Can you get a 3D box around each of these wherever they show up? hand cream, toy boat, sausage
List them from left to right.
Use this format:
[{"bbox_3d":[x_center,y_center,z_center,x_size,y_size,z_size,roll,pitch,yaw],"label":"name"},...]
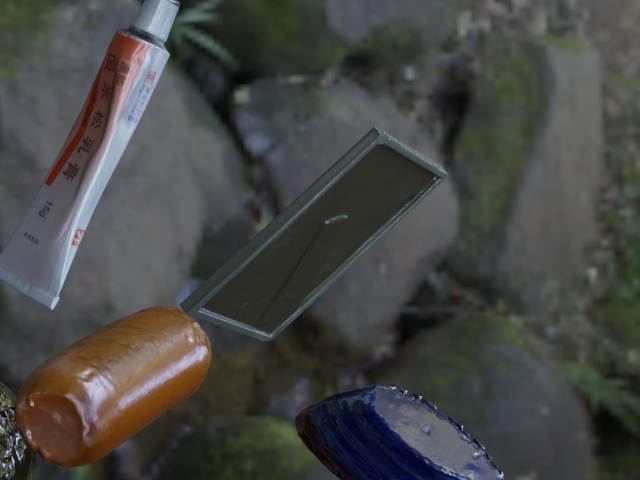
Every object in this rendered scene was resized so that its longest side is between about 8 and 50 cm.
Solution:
[{"bbox_3d":[-0.150,-0.063,1.303,0.038,0.052,0.216,27,90,-28],"label":"hand cream"},{"bbox_3d":[-0.139,0.096,1.381,0.197,0.076,0.076,-31,115,-60],"label":"sausage"},{"bbox_3d":[0.067,0.260,1.520,0.072,0.219,0.318,-28,124,-44],"label":"toy boat"}]

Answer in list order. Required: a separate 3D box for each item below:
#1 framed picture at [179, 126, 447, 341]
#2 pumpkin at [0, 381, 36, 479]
[{"bbox_3d":[0.000,0.000,1.942,0.023,0.260,0.189,53,13,22],"label":"framed picture"},{"bbox_3d":[-0.326,0.217,1.635,0.238,0.159,0.238,25,90,-88],"label":"pumpkin"}]
